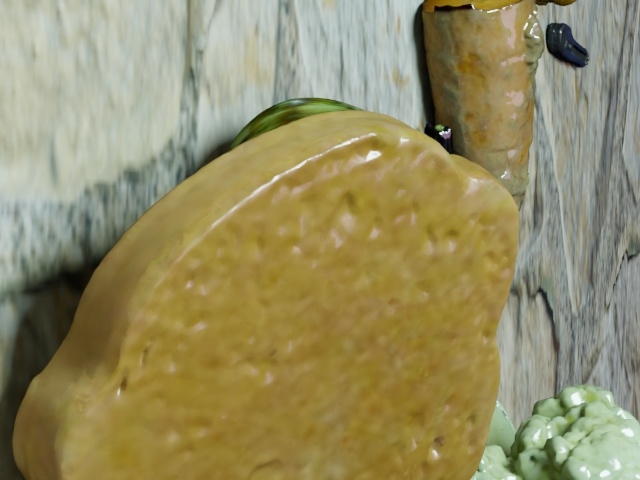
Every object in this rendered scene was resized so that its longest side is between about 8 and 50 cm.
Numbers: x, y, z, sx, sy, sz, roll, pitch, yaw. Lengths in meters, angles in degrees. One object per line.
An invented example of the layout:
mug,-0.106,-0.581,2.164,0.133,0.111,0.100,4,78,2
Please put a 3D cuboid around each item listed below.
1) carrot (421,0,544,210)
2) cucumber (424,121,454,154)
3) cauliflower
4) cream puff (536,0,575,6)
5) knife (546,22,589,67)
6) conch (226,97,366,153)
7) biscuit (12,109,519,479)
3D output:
carrot,0.132,-0.082,1.164,0.102,0.101,0.263,-41,133,-55
cucumber,0.096,-0.032,1.147,0.034,0.033,0.135,-26,120,-23
cauliflower,0.137,0.214,1.012,0.326,0.260,0.281,4,58,-24
cream puff,0.194,-0.271,1.235,0.144,0.103,0.126,7,93,-64
knife,0.261,-0.202,1.473,0.121,0.018,0.031,11,85,-65
conch,-0.002,0.000,0.859,0.187,0.124,0.182,-21,120,-44
biscuit,-0.021,0.102,0.773,0.312,0.057,0.351,-17,121,-34
